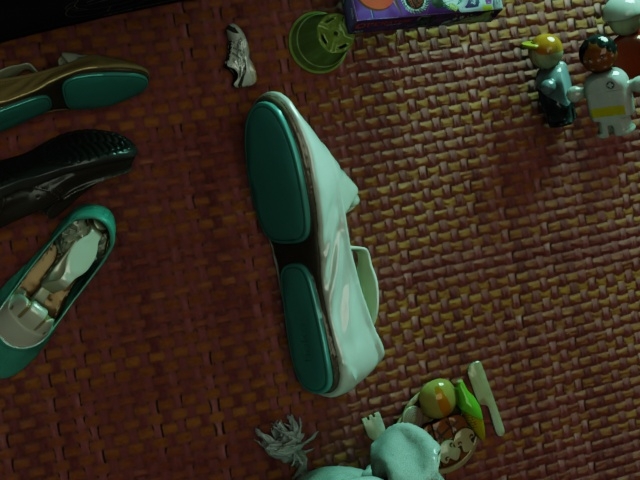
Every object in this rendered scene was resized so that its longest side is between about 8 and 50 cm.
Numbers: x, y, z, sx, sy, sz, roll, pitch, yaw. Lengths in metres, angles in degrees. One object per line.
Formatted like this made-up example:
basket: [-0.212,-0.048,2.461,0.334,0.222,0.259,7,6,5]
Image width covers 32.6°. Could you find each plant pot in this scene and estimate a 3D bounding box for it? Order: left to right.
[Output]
plant pot: [0.009,-0.264,1.422,0.083,0.079,0.083,0,90,-18]

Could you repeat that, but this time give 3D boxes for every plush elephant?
plush elephant: [0.055,0.367,1.351,0.272,0.255,0.330,-39,101,-10]

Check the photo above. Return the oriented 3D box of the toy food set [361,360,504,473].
toy food set: [0.165,0.258,1.502,0.192,0.038,0.132,-25,98,-16]

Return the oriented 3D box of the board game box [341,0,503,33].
board game box: [0.101,-0.444,1.424,0.208,0.056,0.347,-10,80,-14]

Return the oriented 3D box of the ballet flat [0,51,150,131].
ballet flat: [-0.325,-0.192,1.322,0.232,0.080,0.073,-18,67,-19]

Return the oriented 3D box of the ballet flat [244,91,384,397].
ballet flat: [0.000,0.000,1.412,0.139,0.139,0.400,-14,99,-17]

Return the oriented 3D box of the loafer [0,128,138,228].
loafer: [-0.327,-0.071,1.329,0.220,0.080,0.078,-19,129,-18]

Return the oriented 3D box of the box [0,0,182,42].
box: [-0.243,-0.371,1.174,0.293,0.395,0.212,-18,95,-18]

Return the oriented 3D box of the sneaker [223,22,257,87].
sneaker: [-0.110,-0.237,1.409,0.037,0.032,0.083,-20,96,-17]

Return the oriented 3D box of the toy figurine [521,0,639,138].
toy figurine: [0.403,-0.244,1.480,0.209,0.213,0.148,-21,109,-12]

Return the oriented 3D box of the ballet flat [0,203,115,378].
ballet flat: [-0.331,0.059,1.314,0.083,0.087,0.247,36,81,-15]
